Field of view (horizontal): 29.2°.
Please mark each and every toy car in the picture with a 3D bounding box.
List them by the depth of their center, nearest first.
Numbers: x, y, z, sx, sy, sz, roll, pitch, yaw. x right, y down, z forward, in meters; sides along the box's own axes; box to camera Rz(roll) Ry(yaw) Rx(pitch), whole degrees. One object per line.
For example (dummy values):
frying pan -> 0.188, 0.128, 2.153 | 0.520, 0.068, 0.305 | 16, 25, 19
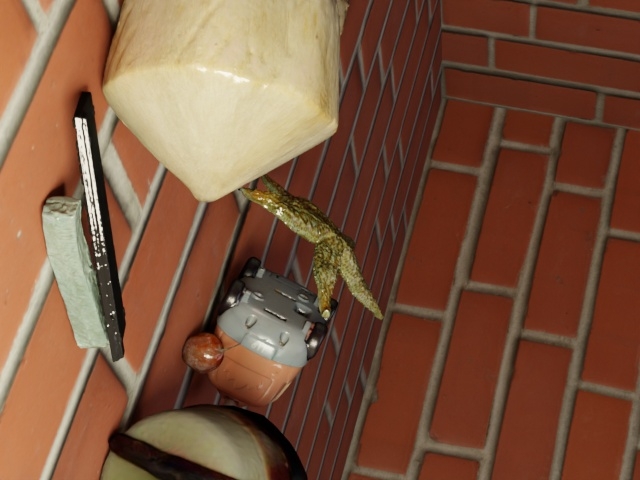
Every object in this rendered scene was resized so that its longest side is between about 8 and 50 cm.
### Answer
toy car -> -0.101, 0.173, 2.106 | 0.212, 0.180, 0.270 | -62, 180, 19

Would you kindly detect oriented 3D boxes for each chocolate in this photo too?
chocolate -> -0.177, 0.357, 1.706 | 0.186, 0.283, 0.284 | 42, 59, -74

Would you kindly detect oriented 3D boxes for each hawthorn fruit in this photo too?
hawthorn fruit -> -0.170, 0.179, 1.966 | 0.067, 0.103, 0.067 | -6, 90, -69

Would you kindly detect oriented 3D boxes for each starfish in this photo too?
starfish -> 0.003, -0.002, 2.166 | 0.078, 0.347, 0.358 | -41, 174, 17

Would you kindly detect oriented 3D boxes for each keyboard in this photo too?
keyboard -> -0.255, -0.013, 1.429 | 0.101, 0.018, 0.310 | -102, -173, -64

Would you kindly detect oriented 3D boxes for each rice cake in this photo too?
rice cake -> -0.283, 0.045, 1.440 | 0.245, 0.045, 0.042 | 86, 6, -47

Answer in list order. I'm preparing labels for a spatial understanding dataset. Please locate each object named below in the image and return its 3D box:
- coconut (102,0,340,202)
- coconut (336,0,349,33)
coconut -> -0.114, -0.202, 1.473 | 0.329, 0.328, 0.329 | 11, 90, -78
coconut -> -0.045, -0.350, 1.857 | 0.194, 0.194, 0.194 | 11, 90, -78
